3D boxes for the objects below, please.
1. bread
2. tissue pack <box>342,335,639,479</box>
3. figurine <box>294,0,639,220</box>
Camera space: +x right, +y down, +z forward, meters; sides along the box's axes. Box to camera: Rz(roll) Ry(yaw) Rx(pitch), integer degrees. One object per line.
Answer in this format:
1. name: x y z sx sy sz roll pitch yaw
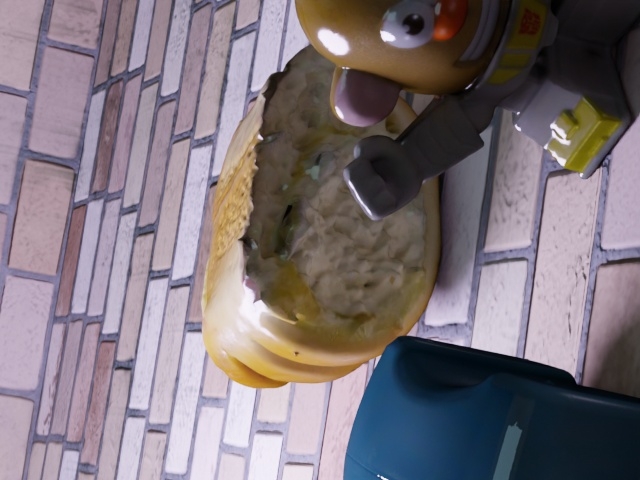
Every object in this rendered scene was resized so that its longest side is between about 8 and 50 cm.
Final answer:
1. bread: 0.000 0.000 1.743 0.270 0.211 0.315 126 156 -60
2. tissue pack: 0.138 0.192 1.305 0.287 0.198 0.206 12 88 65
3. figurine: 0.116 -0.184 1.437 0.167 0.285 0.342 153 127 -64
